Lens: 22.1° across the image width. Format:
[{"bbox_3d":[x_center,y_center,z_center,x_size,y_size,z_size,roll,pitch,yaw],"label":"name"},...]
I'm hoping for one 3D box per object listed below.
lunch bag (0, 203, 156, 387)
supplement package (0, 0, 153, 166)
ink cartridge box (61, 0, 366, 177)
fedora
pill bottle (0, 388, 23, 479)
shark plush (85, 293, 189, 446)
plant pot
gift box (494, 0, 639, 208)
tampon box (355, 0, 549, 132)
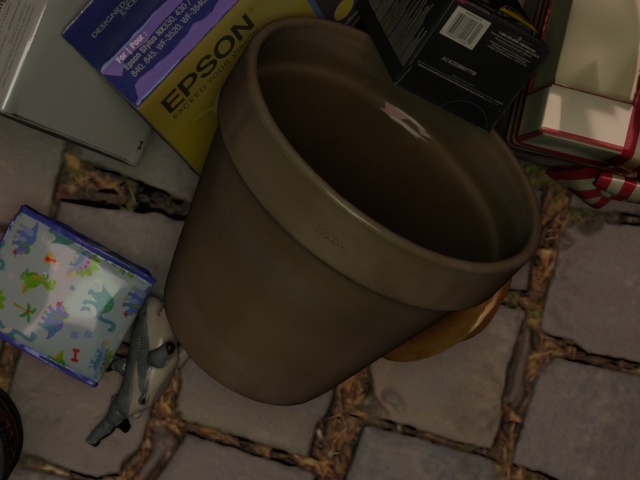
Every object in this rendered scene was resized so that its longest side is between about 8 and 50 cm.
[{"bbox_3d":[-0.260,0.053,1.626,0.151,0.096,0.129,28,89,-15],"label":"lunch bag"},{"bbox_3d":[-0.247,-0.206,1.523,0.145,0.262,0.204,21,89,21],"label":"supplement package"},{"bbox_3d":[-0.062,-0.221,1.541,0.072,0.307,0.303,42,88,22],"label":"ink cartridge box"},{"bbox_3d":[0.127,0.047,1.648,0.079,0.194,0.194,32,88,-41],"label":"fedora"},{"bbox_3d":[-0.355,0.201,1.545,0.130,0.245,0.131,0,91,-5],"label":"pill bottle"},{"bbox_3d":[-0.188,0.138,1.672,0.067,0.073,0.161,33,109,14],"label":"shark plush"},{"bbox_3d":[0.000,0.000,1.541,0.323,0.323,0.280,35,120,-5],"label":"plant pot"},{"bbox_3d":[0.331,-0.156,1.599,0.276,0.255,0.258,14,88,-2],"label":"gift box"},{"bbox_3d":[0.123,-0.203,1.562,0.120,0.161,0.101,23,117,-27],"label":"tampon box"}]
